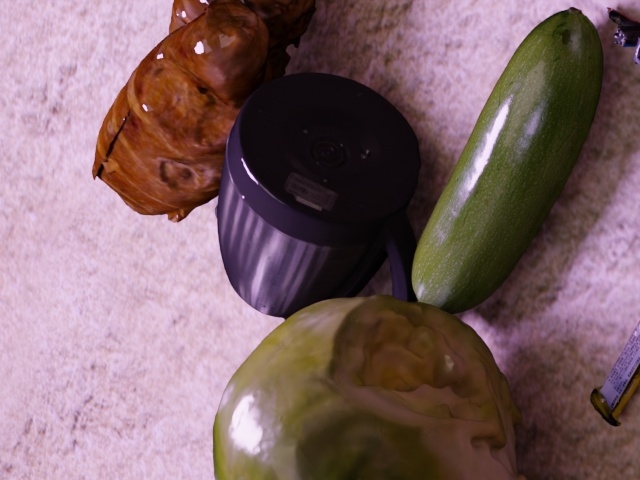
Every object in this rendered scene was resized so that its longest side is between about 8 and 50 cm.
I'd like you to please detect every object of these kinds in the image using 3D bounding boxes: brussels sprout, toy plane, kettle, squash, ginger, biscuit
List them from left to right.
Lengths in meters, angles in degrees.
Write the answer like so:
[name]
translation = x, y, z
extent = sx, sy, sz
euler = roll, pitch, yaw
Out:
[ginger]
translation = -0.125, -0.186, 2.233
extent = 0.176, 0.254, 0.418
euler = 28, 143, -4
[kettle]
translation = -0.004, -0.014, 2.132
extent = 0.271, 0.250, 0.207
euler = 115, 172, -50
[brussels sprout]
translation = 0.055, 0.221, 1.945
extent = 0.268, 0.344, 0.344
euler = -78, -10, -76
[squash]
translation = 0.179, -0.053, 1.923
extent = 0.107, 0.107, 0.395
euler = 53, 134, 32
[toy plane]
translation = 0.304, -0.168, 1.769
extent = 0.188, 0.062, 0.135
euler = 41, 129, 40
[biscuit]
translation = 0.321, 0.060, 1.824
extent = 0.048, 0.026, 0.292
euler = 55, 136, 36
